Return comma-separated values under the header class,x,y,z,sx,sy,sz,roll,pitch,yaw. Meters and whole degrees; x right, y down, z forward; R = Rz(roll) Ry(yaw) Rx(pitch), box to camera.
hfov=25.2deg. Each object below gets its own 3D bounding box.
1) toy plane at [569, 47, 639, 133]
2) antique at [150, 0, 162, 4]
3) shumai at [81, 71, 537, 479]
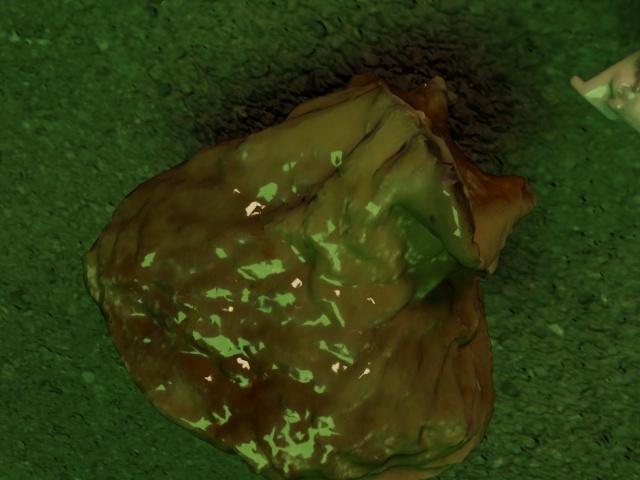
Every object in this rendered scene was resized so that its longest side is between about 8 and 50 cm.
class,x,y,z,sx,sy,sz,roll,pitch,yaw
toy plane,0.243,-0.157,0.821,0.245,0.117,0.244,2,122,3
antique,-0.057,-0.280,0.802,0.125,0.150,0.284,34,136,-17
shumai,0.000,0.000,0.965,0.314,0.267,0.262,17,140,-1
